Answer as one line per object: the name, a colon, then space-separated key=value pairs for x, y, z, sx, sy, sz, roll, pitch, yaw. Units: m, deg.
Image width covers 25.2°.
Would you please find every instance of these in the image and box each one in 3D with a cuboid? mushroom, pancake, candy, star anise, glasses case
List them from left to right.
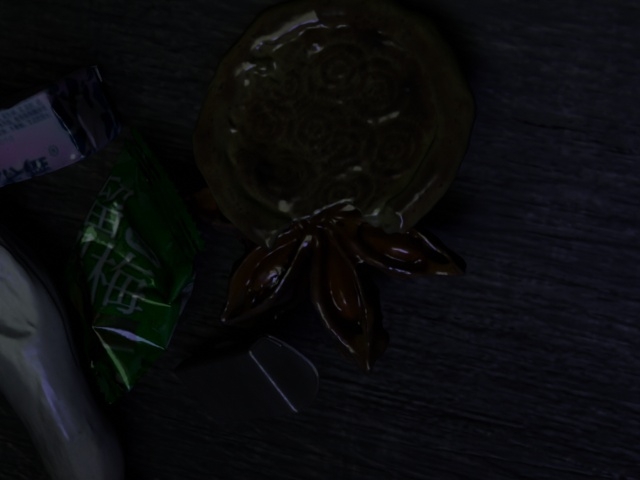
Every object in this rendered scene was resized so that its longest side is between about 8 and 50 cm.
candy: x=-0.260 y=-0.089 z=1.232 sx=0.160 sy=0.092 sz=0.073 roll=-15 pitch=107 yaw=26
mushroom: x=-0.260 y=0.122 z=1.324 sx=0.109 sy=0.097 sz=0.351 roll=10 pitch=128 yaw=55
candy: x=-0.163 y=0.022 z=1.248 sx=0.141 sy=0.078 sz=0.203 roll=46 pitch=127 yaw=22
glasses case: x=-0.066 y=0.119 z=1.239 sx=0.072 sy=0.042 sz=0.190 roll=44 pitch=157 yaw=-11
star anise: x=0.005 y=0.005 z=1.187 sx=0.214 sy=0.099 sz=0.220 roll=-38 pitch=79 yaw=25
pancake: x=0.006 y=-0.096 z=1.127 sx=0.235 sy=0.029 sz=0.212 roll=-14 pitch=76 yaw=17
